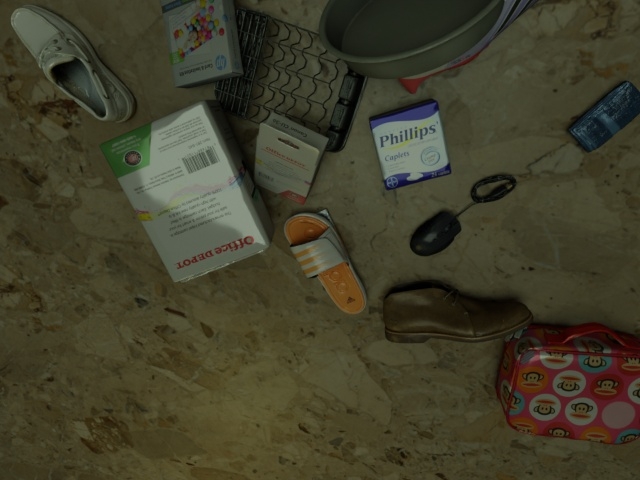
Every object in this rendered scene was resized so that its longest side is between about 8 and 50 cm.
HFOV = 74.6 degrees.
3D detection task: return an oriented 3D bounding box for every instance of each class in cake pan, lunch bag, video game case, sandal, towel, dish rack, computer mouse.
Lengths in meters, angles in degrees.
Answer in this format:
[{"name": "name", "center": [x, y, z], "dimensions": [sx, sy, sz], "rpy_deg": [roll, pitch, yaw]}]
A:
[{"name": "cake pan", "center": [0.140, -0.356, 0.638], "dimensions": [0.293, 0.293, 0.054], "rpy_deg": [-19, 144, 15]}, {"name": "lunch bag", "center": [0.540, 0.288, 0.888], "dimensions": [0.293, 0.120, 0.258], "rpy_deg": [5, 111, 7]}, {"name": "video game case", "center": [0.000, 0.000, 0.917], "dimensions": [0.087, 0.011, 0.122], "rpy_deg": [-22, 107, 17]}, {"name": "sandal", "center": [0.018, 0.059, 0.888], "dimensions": [0.102, 0.076, 0.265], "rpy_deg": [-30, 104, 18]}, {"name": "towel", "center": [0.510, -0.218, 0.745], "dimensions": [0.067, 0.029, 0.119], "rpy_deg": [41, 111, -9]}, {"name": "dish rack", "center": [-0.058, -0.296, 0.781], "dimensions": [0.271, 0.074, 0.208], "rpy_deg": [20, 111, 3]}, {"name": "computer mouse", "center": [0.282, -0.047, 0.840], "dimensions": [0.242, 0.041, 0.071], "rpy_deg": [-41, 100, 20]}]

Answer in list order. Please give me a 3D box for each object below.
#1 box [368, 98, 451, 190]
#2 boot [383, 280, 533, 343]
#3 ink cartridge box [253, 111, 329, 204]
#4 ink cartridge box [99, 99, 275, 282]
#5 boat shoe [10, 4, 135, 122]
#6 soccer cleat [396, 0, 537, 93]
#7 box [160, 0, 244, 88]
[{"name": "box", "center": [0.166, -0.180, 0.789], "dimensions": [0.126, 0.072, 0.137], "rpy_deg": [-14, 108, 13]}, {"name": "boot", "center": [0.282, 0.144, 0.885], "dimensions": [0.305, 0.112, 0.115], "rpy_deg": [-6, 99, 13]}, {"name": "ink cartridge box", "center": [-0.056, -0.155, 0.774], "dimensions": [0.115, 0.067, 0.198], "rpy_deg": [25, 156, -2]}, {"name": "ink cartridge box", "center": [-0.231, -0.090, 0.783], "dimensions": [0.201, 0.117, 0.278], "rpy_deg": [-21, 108, 7]}, {"name": "boat shoe", "center": [-0.491, -0.343, 0.812], "dimensions": [0.277, 0.096, 0.098], "rpy_deg": [43, 111, -9]}, {"name": "soccer cleat", "center": [0.262, -0.367, 0.699], "dimensions": [0.318, 0.109, 0.116], "rpy_deg": [-26, 133, 10]}, {"name": "box", "center": [-0.214, -0.380, 0.748], "dimensions": [0.145, 0.038, 0.186], "rpy_deg": [1, 104, 30]}]
